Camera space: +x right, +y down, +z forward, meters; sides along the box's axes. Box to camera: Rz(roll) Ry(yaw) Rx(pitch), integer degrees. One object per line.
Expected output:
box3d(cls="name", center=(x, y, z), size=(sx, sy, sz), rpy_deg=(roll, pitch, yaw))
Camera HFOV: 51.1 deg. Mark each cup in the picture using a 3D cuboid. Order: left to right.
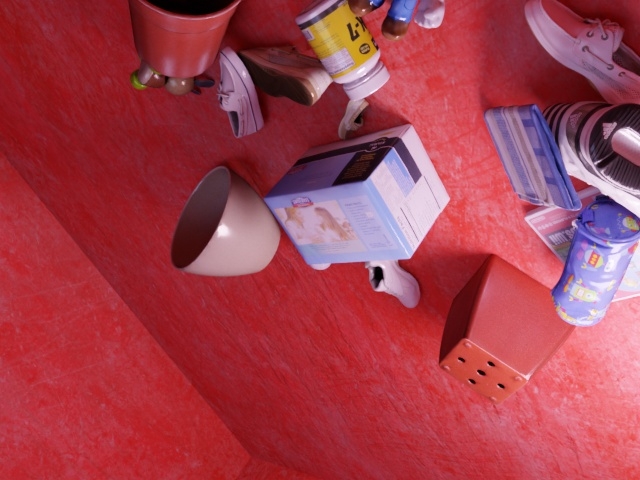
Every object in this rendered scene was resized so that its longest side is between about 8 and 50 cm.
box3d(cls="cup", center=(-0.262, -0.023, 1.995), size=(0.237, 0.331, 0.331), rpy_deg=(27, 154, -30))

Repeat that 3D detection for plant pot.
box3d(cls="plant pot", center=(-0.312, -0.518, 1.488), size=(0.272, 0.272, 0.265), rpy_deg=(37, 154, 1))
box3d(cls="plant pot", center=(0.446, 0.247, 1.683), size=(0.267, 0.236, 0.267), rpy_deg=(33, 146, 8))

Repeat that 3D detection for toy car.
box3d(cls="toy car", center=(-0.378, -0.446, 1.768), size=(0.188, 0.149, 0.155), rpy_deg=(23, 160, -33))

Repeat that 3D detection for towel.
box3d(cls="towel", center=(0.392, -0.160, 1.261), size=(0.285, 0.034, 0.209), rpy_deg=(-105, -11, -81))

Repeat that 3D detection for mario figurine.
box3d(cls="mario figurine", center=(0.135, -0.484, 1.168), size=(0.198, 0.170, 0.320), rpy_deg=(5, 156, -12))

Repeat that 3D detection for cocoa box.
box3d(cls="cocoa box", center=(0.084, -0.100, 1.617), size=(0.347, 0.228, 0.231), rpy_deg=(-6, 127, 46))

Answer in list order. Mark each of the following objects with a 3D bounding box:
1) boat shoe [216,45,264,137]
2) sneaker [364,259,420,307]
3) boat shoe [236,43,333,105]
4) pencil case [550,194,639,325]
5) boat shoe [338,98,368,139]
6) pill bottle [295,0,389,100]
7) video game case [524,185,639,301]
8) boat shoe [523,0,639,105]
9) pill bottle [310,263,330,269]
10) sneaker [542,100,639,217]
box3d(cls="boat shoe", center=(-0.215, -0.361, 1.670), size=(0.096, 0.088, 0.267), rpy_deg=(50, 166, 27))
box3d(cls="sneaker", center=(0.190, 0.117, 1.872), size=(0.090, 0.115, 0.232), rpy_deg=(-13, 121, 49))
box3d(cls="boat shoe", center=(-0.081, -0.397, 1.546), size=(0.302, 0.098, 0.109), rpy_deg=(31, 159, 44))
box3d(cls="pencil case", center=(0.569, 0.050, 1.397), size=(0.133, 0.119, 0.306), rpy_deg=(15, 141, 17))
box3d(cls="boat shoe", center=(0.078, -0.282, 1.570), size=(0.045, 0.050, 0.135), rpy_deg=(36, 146, 12))
box3d(cls="pill bottle", center=(0.050, -0.405, 1.392), size=(0.119, 0.119, 0.208), rpy_deg=(-9, 125, 47))
box3d(cls="video game case", center=(0.608, 0.015, 1.452), size=(0.285, 0.025, 0.204), rpy_deg=(46, 145, -12))
box3d(cls="boat shoe", center=(0.467, -0.329, 1.123), size=(0.277, 0.098, 0.096), rpy_deg=(35, 147, -11))
box3d(cls="pill bottle", center=(0.000, 0.000, 1.922), size=(0.103, 0.103, 0.184), rpy_deg=(26, 144, 18))
box3d(cls="sneaker", center=(0.580, -0.131, 1.235), size=(0.447, 0.169, 0.257), rpy_deg=(31, -171, -25))
